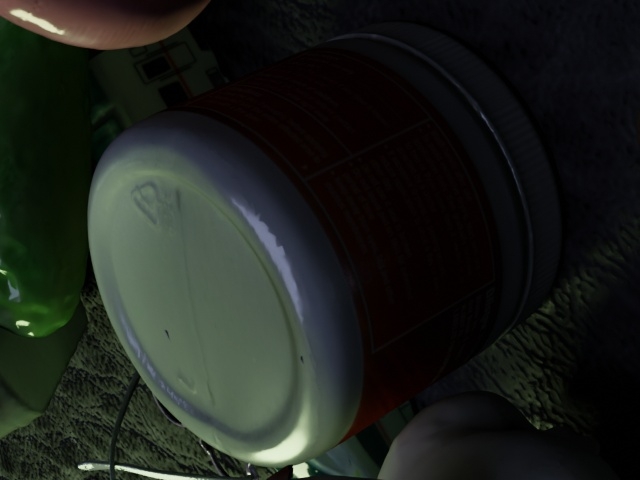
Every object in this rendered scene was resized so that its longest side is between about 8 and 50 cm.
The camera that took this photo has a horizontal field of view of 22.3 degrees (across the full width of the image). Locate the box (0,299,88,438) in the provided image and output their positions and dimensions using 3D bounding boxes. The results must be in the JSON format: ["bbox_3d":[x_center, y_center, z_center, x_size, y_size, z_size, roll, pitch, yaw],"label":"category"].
[{"bbox_3d":[-0.310,-0.056,1.118,0.396,0.111,0.396,60,-178,-7],"label":"box"}]

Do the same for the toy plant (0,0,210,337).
[{"bbox_3d":[-0.154,-0.162,0.915,0.356,0.210,0.317,-44,60,34],"label":"toy plant"}]

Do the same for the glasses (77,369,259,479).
[{"bbox_3d":[-0.128,0.157,1.222,0.140,0.104,0.062,45,142,28],"label":"glasses"}]

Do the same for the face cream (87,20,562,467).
[{"bbox_3d":[0.000,0.000,0.894,0.201,0.187,0.201,29,133,37],"label":"face cream"}]

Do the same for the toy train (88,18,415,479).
[{"bbox_3d":[-0.033,0.055,1.055,0.086,0.088,0.407,-32,88,53],"label":"toy train"}]

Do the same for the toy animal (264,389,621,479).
[{"bbox_3d":[0.068,0.192,0.888,0.183,0.247,0.310,59,147,11],"label":"toy animal"}]

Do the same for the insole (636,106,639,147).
[{"bbox_3d":[0.193,-0.124,0.734,0.086,0.005,0.253,36,137,32],"label":"insole"}]
